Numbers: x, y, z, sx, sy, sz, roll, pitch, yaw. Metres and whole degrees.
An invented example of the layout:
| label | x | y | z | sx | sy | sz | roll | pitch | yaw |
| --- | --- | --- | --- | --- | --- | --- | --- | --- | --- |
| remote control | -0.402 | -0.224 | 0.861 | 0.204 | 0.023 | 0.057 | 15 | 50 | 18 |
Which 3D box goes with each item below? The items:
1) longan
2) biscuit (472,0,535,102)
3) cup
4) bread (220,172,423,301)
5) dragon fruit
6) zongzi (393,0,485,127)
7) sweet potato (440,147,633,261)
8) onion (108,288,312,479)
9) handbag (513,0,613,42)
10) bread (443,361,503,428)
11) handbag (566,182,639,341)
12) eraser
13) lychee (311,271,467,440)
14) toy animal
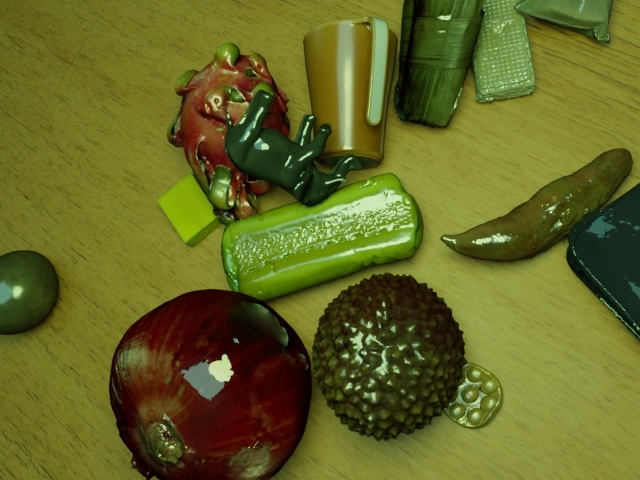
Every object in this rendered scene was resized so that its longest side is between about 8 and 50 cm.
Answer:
| label | x | y | z | sx | sy | sz | roll | pitch | yaw |
| --- | --- | --- | --- | --- | --- | --- | --- | --- | --- |
| longan | -0.653 | 0.109 | 1.149 | 0.204 | 0.159 | 0.185 | -7 | 53 | 53 |
| biscuit | 0.334 | -0.383 | 1.020 | 0.108 | 0.062 | 0.239 | -7 | 76 | 14 |
| cup | 0.064 | -0.279 | 1.003 | 0.182 | 0.226 | 0.264 | 2 | 85 | -19 |
| bread | 0.000 | 0.000 | 1.004 | 0.383 | 0.112 | 0.166 | -17 | 76 | 10 |
| dragon fruit | -0.160 | -0.204 | 1.034 | 0.243 | 0.227 | 0.307 | -31 | 96 | -3 |
| zongzi | 0.208 | -0.391 | 1.048 | 0.138 | 0.300 | 0.286 | 5 | 119 | -7 |
| sweet potato | 0.383 | -0.039 | 0.914 | 0.354 | 0.095 | 0.106 | -27 | 92 | 0 |
| onion | -0.163 | 0.238 | 0.897 | 0.341 | 0.341 | 0.342 | -3 | 77 | 15 |
| handbag | 0.461 | -0.501 | 0.981 | 0.182 | 0.117 | 0.271 | 14 | 81 | -1 |
| bread | 0.256 | 0.265 | 0.920 | 0.110 | 0.024 | 0.110 | -4 | 76 | 16 |
| handbag | 0.589 | 0.018 | 0.833 | 0.325 | 0.118 | 0.269 | -36 | 64 | 7 |
| eraser | -0.271 | -0.063 | 1.129 | 0.097 | 0.045 | 0.122 | -37 | 71 | 5 |
| lychee | 0.104 | 0.181 | 0.863 | 0.267 | 0.267 | 0.268 | -3 | 77 | 15 |
| toy animal | -0.050 | -0.151 | 0.922 | 0.245 | 0.114 | 0.146 | 26 | 102 | -2 |
